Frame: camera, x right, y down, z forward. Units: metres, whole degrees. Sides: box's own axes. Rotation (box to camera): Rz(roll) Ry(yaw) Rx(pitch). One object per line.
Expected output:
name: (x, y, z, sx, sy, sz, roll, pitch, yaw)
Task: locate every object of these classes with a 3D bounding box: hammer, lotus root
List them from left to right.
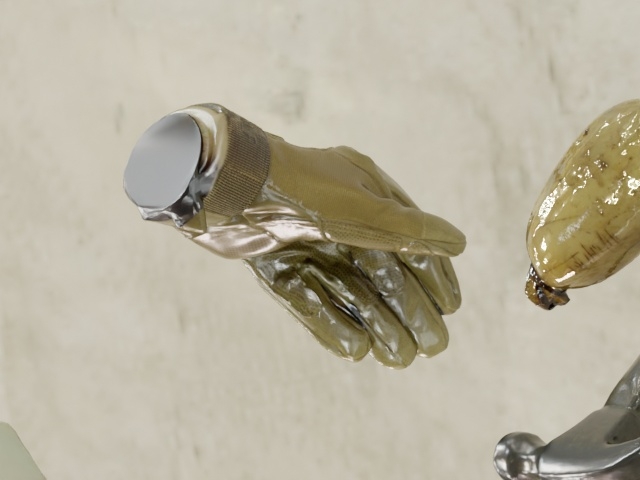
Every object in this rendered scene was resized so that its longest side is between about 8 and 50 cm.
lotus root: (0.150, -0.029, 0.856, 0.063, 0.072, 0.152, 41, 104, 7)
hammer: (0.276, -0.009, 1.129, 0.044, 0.440, 0.168, 45, 156, -23)

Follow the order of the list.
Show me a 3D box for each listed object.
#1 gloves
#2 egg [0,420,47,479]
gloves: (-0.007, -0.010, 1.438, 0.154, 0.331, 0.141, -54, 36, 12)
egg: (-0.136, 0.176, 0.535, 0.162, 0.206, 0.271, 21, 152, 12)
